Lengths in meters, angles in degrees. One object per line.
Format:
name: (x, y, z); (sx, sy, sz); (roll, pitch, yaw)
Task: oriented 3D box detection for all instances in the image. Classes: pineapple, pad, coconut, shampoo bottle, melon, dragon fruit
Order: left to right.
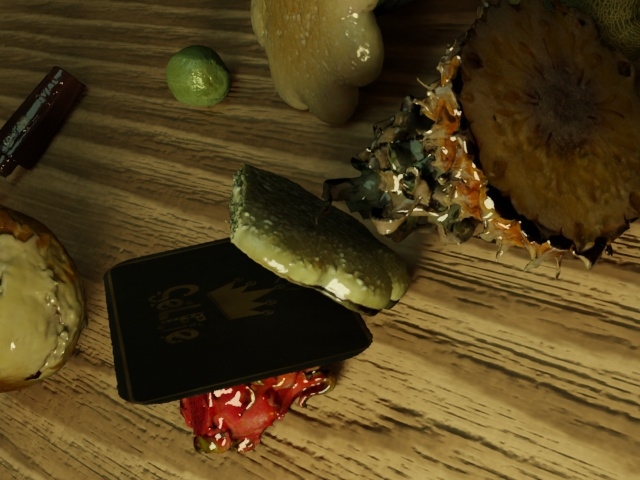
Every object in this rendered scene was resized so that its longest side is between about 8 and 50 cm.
shampoo bottle: (-0.476, -0.175, 2.145); (0.236, 0.067, 0.068); (-54, 44, -2)
pad: (-0.133, 0.047, 1.350); (0.314, 0.063, 0.375); (-14, 21, -8)
coconut: (-0.169, -0.226, 1.818); (0.096, 0.088, 0.088); (24, 79, 48)
dragon fruit: (-0.067, 0.137, 1.356); (0.207, 0.150, 0.133); (-26, 70, 18)
pineapple: (0.133, -0.066, 1.241); (0.271, 0.262, 0.263); (-25, 42, 51)
melon: (0.263, -0.233, 1.279); (0.139, 0.139, 0.192); (-56, 34, -5)

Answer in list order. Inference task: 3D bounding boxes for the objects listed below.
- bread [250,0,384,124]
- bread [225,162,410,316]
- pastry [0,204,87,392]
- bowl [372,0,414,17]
bread: (-0.013, -0.289, 1.580); (0.316, 0.054, 0.316); (33, 127, 58)
bread: (0.000, 0.000, 1.326); (0.056, 0.207, 0.286); (-60, 14, 12)
pastry: (-0.385, 0.081, 1.725); (0.256, 0.170, 0.237); (136, 139, -68)
bowl: (0.092, -0.447, 1.566); (0.185, 0.354, 0.354); (-15, 26, -24)
